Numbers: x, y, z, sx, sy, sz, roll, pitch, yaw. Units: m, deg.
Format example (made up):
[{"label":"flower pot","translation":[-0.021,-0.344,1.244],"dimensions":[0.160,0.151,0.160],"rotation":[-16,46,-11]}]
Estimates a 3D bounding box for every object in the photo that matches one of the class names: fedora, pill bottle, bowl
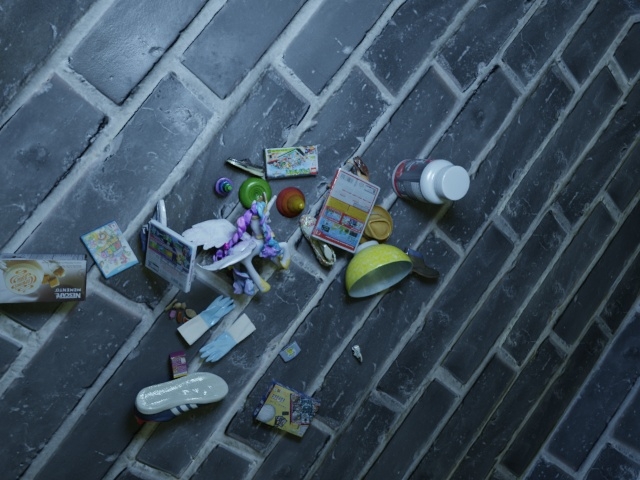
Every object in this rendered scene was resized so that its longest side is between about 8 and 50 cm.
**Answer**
[{"label":"fedora","translation":[0.230,-0.056,2.083],"dimensions":[0.195,0.079,0.194],"rotation":[-5,102,-23]},{"label":"pill bottle","translation":[0.440,-0.238,2.008],"dimensions":[0.177,0.319,0.176],"rotation":[-5,101,-24]},{"label":"bowl","translation":[0.215,0.095,2.045],"dimensions":[0.290,0.289,0.156],"rotation":[-13,62,-22]}]

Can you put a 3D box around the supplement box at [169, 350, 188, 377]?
[{"label":"supplement box","translation":[-0.528,0.460,1.862],"dimensions":[0.055,0.043,0.083],"rotation":[-9,104,-22]}]

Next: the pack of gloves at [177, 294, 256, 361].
[{"label":"pack of gloves","translation":[-0.395,0.333,1.909],"dimensions":[0.232,0.046,0.195],"rotation":[-38,105,-19]}]

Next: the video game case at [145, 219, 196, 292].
[{"label":"video game case","translation":[-0.501,0.052,1.667],"dimensions":[0.023,0.201,0.183],"rotation":[-28,140,-53]}]

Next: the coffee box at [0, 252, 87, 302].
[{"label":"coffee box","translation":[-0.884,0.119,1.602],"dimensions":[0.247,0.098,0.141],"rotation":[3,99,-25]}]

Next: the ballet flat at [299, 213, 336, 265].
[{"label":"ballet flat","translation":[0.000,0.000,1.991],"dimensions":[0.091,0.077,0.240],"rotation":[-36,112,-13]}]

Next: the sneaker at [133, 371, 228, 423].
[{"label":"sneaker","translation":[-0.520,0.595,1.863],"dimensions":[0.350,0.131,0.148],"rotation":[1,131,-35]}]

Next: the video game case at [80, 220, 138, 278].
[{"label":"video game case","translation":[-0.716,0.031,1.707],"dimensions":[0.119,0.015,0.166],"rotation":[-29,111,-17]}]

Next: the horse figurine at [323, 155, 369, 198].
[{"label":"horse figurine","translation":[0.121,-0.209,2.010],"dimensions":[0.174,0.066,0.263],"rotation":[35,84,-26]}]

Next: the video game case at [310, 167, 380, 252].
[{"label":"video game case","translation":[0.101,-0.115,1.963],"dimensions":[0.204,0.025,0.285],"rotation":[23,88,-27]}]

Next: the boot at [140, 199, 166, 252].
[{"label":"boot","translation":[-0.577,-0.046,1.724],"dimensions":[0.086,0.069,0.189],"rotation":[-2,105,-20]}]

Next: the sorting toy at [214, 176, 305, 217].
[{"label":"sorting toy","translation":[-0.200,-0.161,1.842],"dimensions":[0.366,0.126,0.127],"rotation":[12,95,-27]}]

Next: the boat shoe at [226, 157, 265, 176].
[{"label":"boat shoe","translation":[-0.272,-0.276,1.830],"dimensions":[0.152,0.056,0.049],"rotation":[20,87,-36]}]

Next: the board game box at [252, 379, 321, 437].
[{"label":"board game box","translation":[-0.137,0.703,2.088],"dimensions":[0.243,0.042,0.165],"rotation":[33,86,-26]}]

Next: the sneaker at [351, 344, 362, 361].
[{"label":"sneaker","translation":[0.159,0.497,2.191],"dimensions":[0.037,0.032,0.083],"rotation":[-19,103,-6]}]

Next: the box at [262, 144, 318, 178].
[{"label":"box","translation":[-0.112,-0.299,1.903],"dimensions":[0.207,0.036,0.114],"rotation":[-9,104,-23]}]

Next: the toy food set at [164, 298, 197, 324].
[{"label":"toy food set","translation":[-0.514,0.268,1.845],"dimensions":[0.078,0.019,0.122],"rotation":[-43,122,-11]}]

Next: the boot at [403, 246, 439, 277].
[{"label":"boot","translation":[0.446,0.100,2.210],"dimensions":[0.219,0.082,0.106],"rotation":[12,98,-24]}]

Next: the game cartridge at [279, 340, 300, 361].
[{"label":"game cartridge","translation":[-0.124,0.458,2.060],"dimensions":[0.083,0.017,0.056],"rotation":[-36,116,-14]}]

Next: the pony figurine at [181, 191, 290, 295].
[{"label":"pony figurine","translation":[-0.275,0.031,1.790],"dimensions":[0.351,0.303,0.363],"rotation":[-28,132,-16]}]
